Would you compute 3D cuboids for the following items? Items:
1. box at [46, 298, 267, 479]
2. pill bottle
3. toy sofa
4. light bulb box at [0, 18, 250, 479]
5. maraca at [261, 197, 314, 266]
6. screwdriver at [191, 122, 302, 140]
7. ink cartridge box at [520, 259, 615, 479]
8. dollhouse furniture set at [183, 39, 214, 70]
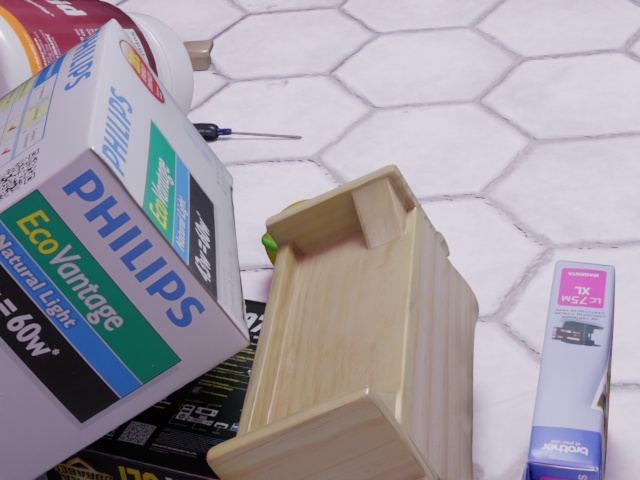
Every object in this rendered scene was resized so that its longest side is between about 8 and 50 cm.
[{"bbox_3d":[-0.065,0.165,1.258,0.322,0.079,0.257,8,34,22],"label":"box"},{"bbox_3d":[-0.337,-0.190,1.634,0.224,0.224,0.392,10,12,25],"label":"pill bottle"},{"bbox_3d":[0.033,0.110,1.150,0.150,0.177,0.362,-24,28,20],"label":"toy sofa"},{"bbox_3d":[-0.277,0.025,1.228,0.361,0.225,0.358,-32,25,10],"label":"light bulb box"},{"bbox_3d":[0.000,0.000,1.491,0.127,0.099,0.185,8,9,5],"label":"maraca"},{"bbox_3d":[-0.108,-0.150,1.812,0.170,0.024,0.025,0,62,8],"label":"screwdriver"},{"bbox_3d":[0.203,0.179,1.081,0.065,0.185,0.311,5,35,15],"label":"ink cartridge box"},{"bbox_3d":[-0.358,-0.264,1.898,0.356,0.173,0.303,-3,33,7],"label":"dollhouse furniture set"}]
